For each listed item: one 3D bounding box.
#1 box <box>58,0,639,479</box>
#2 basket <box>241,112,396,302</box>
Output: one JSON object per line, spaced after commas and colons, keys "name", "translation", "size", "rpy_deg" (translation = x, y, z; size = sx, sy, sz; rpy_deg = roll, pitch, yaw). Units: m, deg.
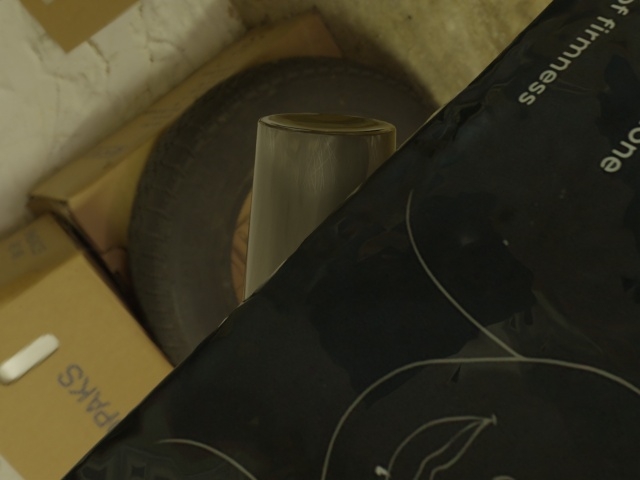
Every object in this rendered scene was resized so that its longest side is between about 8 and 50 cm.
{"name": "box", "translation": [0.218, 0.150, 0.362], "size": [0.472, 0.480, 0.297], "rpy_deg": [41, 173, 42]}
{"name": "basket", "translation": [0.000, 0.000, 0.771], "size": [0.154, 0.204, 0.227], "rpy_deg": [4, 107, 2]}
